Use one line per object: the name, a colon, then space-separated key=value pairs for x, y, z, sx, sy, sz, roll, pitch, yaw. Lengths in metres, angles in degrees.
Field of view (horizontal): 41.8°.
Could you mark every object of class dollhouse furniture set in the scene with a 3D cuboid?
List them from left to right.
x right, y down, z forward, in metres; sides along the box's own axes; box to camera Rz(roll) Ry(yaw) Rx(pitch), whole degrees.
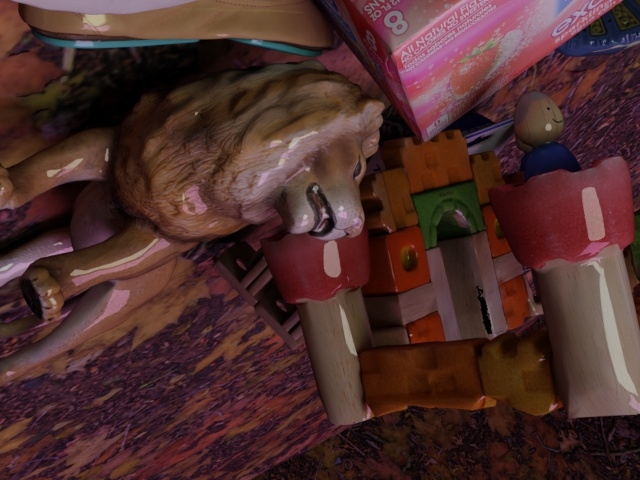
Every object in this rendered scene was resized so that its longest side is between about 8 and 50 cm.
dollhouse furniture set: x=0.000 y=0.000 z=0.912 sx=0.129 sy=0.129 sz=0.183 roll=-46 pitch=177 yaw=30

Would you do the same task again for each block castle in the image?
block castle: x=0.197 y=-0.014 z=0.720 sx=0.303 sy=0.213 sz=0.453 roll=-12 pitch=-177 yaw=43

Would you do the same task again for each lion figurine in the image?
lion figurine: x=-0.139 y=-0.008 z=0.625 sx=0.240 sy=0.142 sz=0.392 roll=-26 pitch=-178 yaw=-38

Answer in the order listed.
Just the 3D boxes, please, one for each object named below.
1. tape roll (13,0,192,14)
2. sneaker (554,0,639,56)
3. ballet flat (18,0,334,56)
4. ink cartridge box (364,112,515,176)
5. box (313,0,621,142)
tape roll: x=-0.053 y=-0.220 z=0.294 sx=0.286 sy=0.100 sz=0.286 roll=-30 pitch=161 yaw=-12
sneaker: x=0.353 y=-0.259 z=0.862 sx=0.296 sy=0.112 sz=0.131 roll=-30 pitch=165 yaw=-5
ballet flat: x=-0.065 y=-0.149 z=0.495 sx=0.232 sy=0.080 sz=0.073 roll=-14 pitch=123 yaw=-51
ink cartridge box: x=0.109 y=-0.054 z=1.023 sx=0.165 sy=0.065 sz=0.333 roll=-21 pitch=159 yaw=-34
box: x=0.135 y=-0.222 z=0.521 sx=0.300 sy=0.154 sz=0.142 roll=-35 pitch=161 yaw=4
